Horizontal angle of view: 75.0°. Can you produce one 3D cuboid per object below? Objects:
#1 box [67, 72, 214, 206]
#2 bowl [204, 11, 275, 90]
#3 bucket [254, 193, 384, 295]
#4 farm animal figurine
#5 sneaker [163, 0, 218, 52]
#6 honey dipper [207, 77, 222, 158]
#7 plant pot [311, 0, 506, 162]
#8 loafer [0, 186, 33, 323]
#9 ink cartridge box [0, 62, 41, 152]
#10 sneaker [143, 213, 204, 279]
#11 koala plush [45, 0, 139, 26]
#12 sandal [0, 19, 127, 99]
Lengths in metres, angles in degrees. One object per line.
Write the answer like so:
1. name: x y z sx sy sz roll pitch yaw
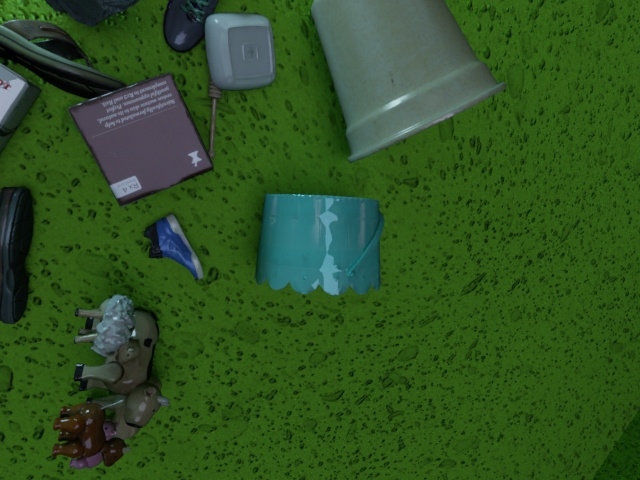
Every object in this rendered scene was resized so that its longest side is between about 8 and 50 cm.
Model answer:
1. box: -0.310 -0.181 0.753 0.168 0.203 0.167 -25 110 -12
2. bowl: -0.147 -0.368 0.817 0.142 0.053 0.142 -18 121 -31
3. bucket: 0.000 0.000 0.874 0.281 0.281 0.183 2 94 -20
4. farm animal figurine: -0.390 0.290 0.841 0.172 0.330 0.327 5 73 -18
5. sneaker: -0.223 -0.459 0.769 0.083 0.098 0.224 28 93 -23
6. honey dipper: -0.221 -0.250 0.860 0.030 0.030 0.161 2 104 -20
7. plant pot: 0.145 -0.365 0.825 0.333 0.334 0.305 -28 100 -11
8. loafer: -0.595 0.028 0.768 0.084 0.096 0.268 9 102 -15
9. ink cartridge box: -0.611 -0.219 0.696 0.160 0.092 0.219 34 89 -23
10. sneaker: -0.313 0.029 0.881 0.084 0.058 0.152 -29 107 -17
11. koala plush: -0.365 -0.490 0.691 0.196 0.203 0.221 49 64 -32
12. sandal: -0.479 -0.333 0.707 0.302 0.120 0.086 25 81 -23
